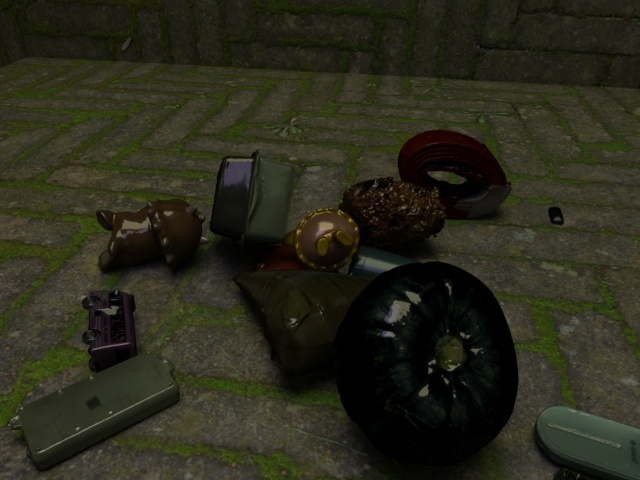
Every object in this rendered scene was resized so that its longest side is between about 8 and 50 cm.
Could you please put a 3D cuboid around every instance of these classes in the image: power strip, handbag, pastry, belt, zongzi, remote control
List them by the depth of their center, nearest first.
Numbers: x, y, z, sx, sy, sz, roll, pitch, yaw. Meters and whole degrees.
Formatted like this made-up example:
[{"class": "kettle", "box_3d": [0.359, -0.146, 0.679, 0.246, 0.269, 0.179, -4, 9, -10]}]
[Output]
[{"class": "remote control", "box_3d": [0.470, 0.337, 0.826, 0.247, 0.052, 0.104, 14, 36, 19]}, {"class": "power strip", "box_3d": [-0.379, 0.283, 0.897, 0.270, 0.046, 0.118, -21, 41, -32]}, {"class": "zongzi", "box_3d": [0.005, 0.125, 1.089, 0.323, 0.160, 0.360, -2, 15, -27]}, {"class": "handbag", "box_3d": [-0.063, 0.061, 1.244, 0.190, 0.062, 0.127, -3, 33, -13]}, {"class": "pastry", "box_3d": [0.178, -0.051, 1.315, 0.275, 0.193, 0.275, 6, -10, 1]}, {"class": "belt", "box_3d": [0.377, -0.181, 1.479, 0.324, 0.227, 0.115, 19, 32, -8]}]

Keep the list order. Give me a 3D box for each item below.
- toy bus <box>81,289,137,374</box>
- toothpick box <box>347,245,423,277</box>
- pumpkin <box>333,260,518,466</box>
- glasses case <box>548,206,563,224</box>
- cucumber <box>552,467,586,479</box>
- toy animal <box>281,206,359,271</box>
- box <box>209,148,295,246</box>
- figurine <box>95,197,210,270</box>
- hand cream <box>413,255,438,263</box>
[{"class": "toy bus", "box_3d": [-0.412, 0.177, 1.028, 0.098, 0.087, 0.178, -9, 37, -19]}, {"class": "toothpick box", "box_3d": [0.159, 0.087, 1.150, 0.184, 0.120, 0.120, 13, 35, 15]}, {"class": "pumpkin", "box_3d": [0.163, 0.197, 0.843, 0.315, 0.238, 0.315, 7, 69, -20]}, {"class": "glasses case", "box_3d": [0.680, -0.076, 1.503, 0.033, 0.023, 0.083, 9, 33, 9]}, {"class": "cucumber", "box_3d": [0.318, 0.399, 0.722, 0.058, 0.058, 0.187, 27, 41, 35]}, {"class": "toy animal", "box_3d": [0.005, -0.002, 1.132, 0.156, 0.156, 0.230, -8, 5, -13]}, {"class": "box", "box_3d": [-0.172, -0.092, 1.253, 0.166, 0.220, 0.290, 9, -3, -13]}, {"class": "figurine", "box_3d": [-0.394, -0.012, 1.240, 0.247, 0.177, 0.173, -4, 13, -28]}, {"class": "hand cream", "box_3d": [0.248, 0.075, 1.250, 0.061, 0.039, 0.143, 8, 29, 13]}]
